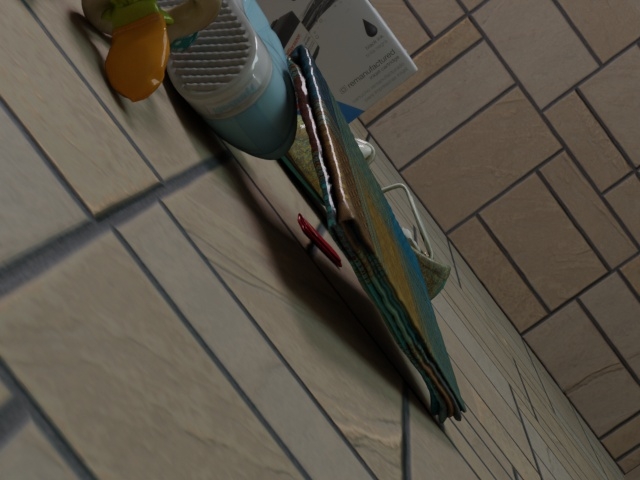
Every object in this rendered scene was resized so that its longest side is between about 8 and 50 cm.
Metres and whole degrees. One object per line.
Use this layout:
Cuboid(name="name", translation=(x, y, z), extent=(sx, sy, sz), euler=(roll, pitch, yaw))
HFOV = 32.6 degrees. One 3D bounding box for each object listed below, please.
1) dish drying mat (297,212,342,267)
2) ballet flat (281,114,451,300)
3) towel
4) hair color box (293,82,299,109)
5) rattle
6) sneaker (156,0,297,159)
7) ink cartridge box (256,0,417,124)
Cuboid(name="dish drying mat", translation=(0.000, 0.000, 1.299), extent=(0.083, 0.008, 0.032), euler=(45, 11, -41))
Cuboid(name="ballet flat", translation=(0.051, -0.063, 1.463), extent=(0.348, 0.123, 0.123), euler=(54, 9, 7))
Cuboid(name="towel", translation=(0.059, 0.001, 1.181), extent=(0.370, 0.040, 0.271), euler=(58, 13, -46))
Cuboid(name="hair color box", translation=(-0.097, -0.235, 1.425), extent=(0.167, 0.053, 0.093), euler=(33, 16, -23))
Cuboid(name="rattle", translation=(-0.146, -0.168, 1.009), extent=(0.200, 0.130, 0.143), euler=(118, -50, -71))
Cuboid(name="sneaker", translation=(-0.111, -0.217, 1.227), extent=(0.150, 0.135, 0.366), euler=(56, 14, -43))
Cuboid(name="ink cartridge box", translation=(-0.032, -0.328, 1.692), extent=(0.307, 0.223, 0.129), euler=(50, 10, -21))
